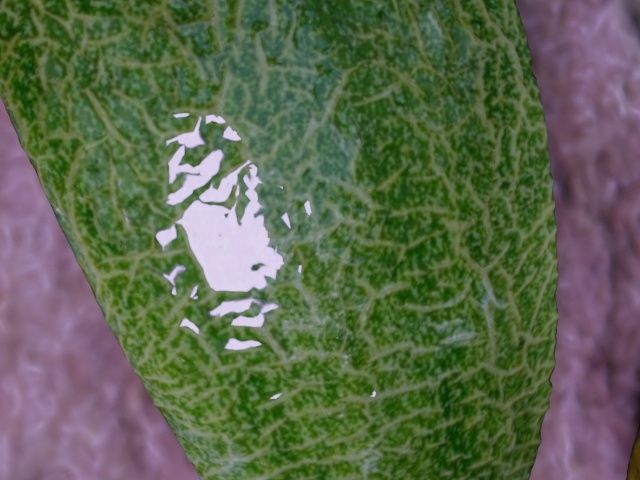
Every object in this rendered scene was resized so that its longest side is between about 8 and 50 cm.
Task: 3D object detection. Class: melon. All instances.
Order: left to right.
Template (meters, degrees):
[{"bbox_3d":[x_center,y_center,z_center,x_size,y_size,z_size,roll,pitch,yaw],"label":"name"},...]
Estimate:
[{"bbox_3d":[0.000,0.000,0.740,0.196,0.124,0.323,-21,93,-12],"label":"melon"}]

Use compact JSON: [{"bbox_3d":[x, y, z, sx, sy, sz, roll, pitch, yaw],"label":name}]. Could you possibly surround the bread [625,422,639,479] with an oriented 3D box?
[{"bbox_3d":[0.277,0.008,0.845,0.166,0.112,0.383,43,75,-16],"label":"bread"}]
